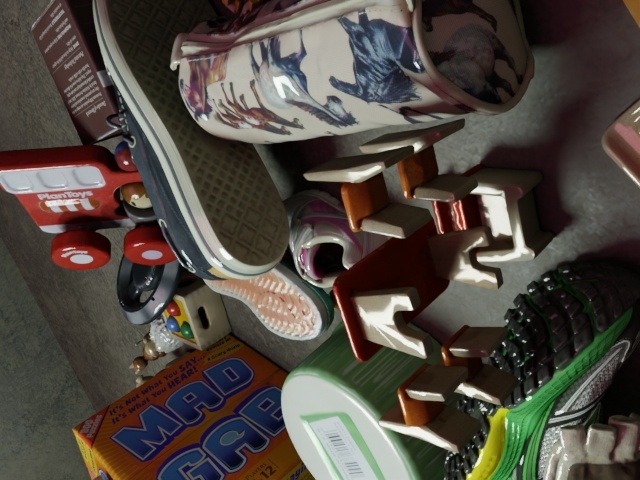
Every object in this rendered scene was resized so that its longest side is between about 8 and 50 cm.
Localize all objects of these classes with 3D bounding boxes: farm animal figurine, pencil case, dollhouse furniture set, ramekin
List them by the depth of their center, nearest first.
[{"bbox_3d":[0.107,0.017,0.587,0.135,0.259,0.262,1,115,46],"label":"dollhouse furniture set"},{"bbox_3d":[0.002,-0.196,0.634,0.410,0.160,0.183,5,157,48],"label":"pencil case"},{"bbox_3d":[0.081,0.270,0.885,0.303,0.148,0.304,29,134,35],"label":"ramekin"},{"bbox_3d":[-0.350,0.363,1.435,0.330,0.172,0.326,57,144,3],"label":"farm animal figurine"}]

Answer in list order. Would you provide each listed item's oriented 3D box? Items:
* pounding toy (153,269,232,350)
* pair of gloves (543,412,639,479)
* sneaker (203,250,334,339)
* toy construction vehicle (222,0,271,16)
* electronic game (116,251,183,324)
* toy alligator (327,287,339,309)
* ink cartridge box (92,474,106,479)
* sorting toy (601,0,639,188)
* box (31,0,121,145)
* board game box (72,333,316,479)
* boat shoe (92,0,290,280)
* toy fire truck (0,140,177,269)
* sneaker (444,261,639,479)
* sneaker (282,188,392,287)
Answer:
[{"bbox_3d":[-0.307,0.117,1.281,0.206,0.094,0.181,10,121,46],"label":"pounding toy"},{"bbox_3d":[0.342,0.249,0.578,0.240,0.042,0.204,-7,111,17],"label":"pair of gloves"},{"bbox_3d":[-0.066,0.055,0.932,0.302,0.121,0.108,25,120,44],"label":"sneaker"},{"bbox_3d":[-0.104,-0.330,0.783,0.086,0.035,0.098,47,142,16],"label":"toy construction vehicle"},{"bbox_3d":[-0.353,0.060,1.244,0.229,0.048,0.229,-18,63,40],"label":"electronic game"},{"bbox_3d":[0.066,0.064,0.838,0.189,0.056,0.051,-4,111,51],"label":"toy alligator"},{"bbox_3d":[-0.392,0.546,0.895,0.226,0.306,0.131,32,135,31],"label":"ink cartridge box"},{"bbox_3d":[0.331,-0.069,0.442,0.348,0.047,0.196,52,143,11],"label":"sorting toy"},{"bbox_3d":[-0.316,-0.281,0.953,0.167,0.168,0.203,-6,110,50],"label":"box"},{"bbox_3d":[-0.189,0.471,1.165,0.356,0.356,0.356,25,132,37],"label":"board game box"},{"bbox_3d":[-0.198,-0.169,0.838,0.156,0.186,0.501,-30,80,51],"label":"boat shoe"},{"bbox_3d":[-0.364,-0.078,1.036,0.254,0.302,0.170,96,168,-64],"label":"toy fire truck"},{"bbox_3d":[0.257,0.165,0.656,0.146,0.134,0.344,15,127,-2],"label":"sneaker"},{"bbox_3d":[0.000,0.000,0.824,0.252,0.111,0.103,12,123,45],"label":"sneaker"}]
